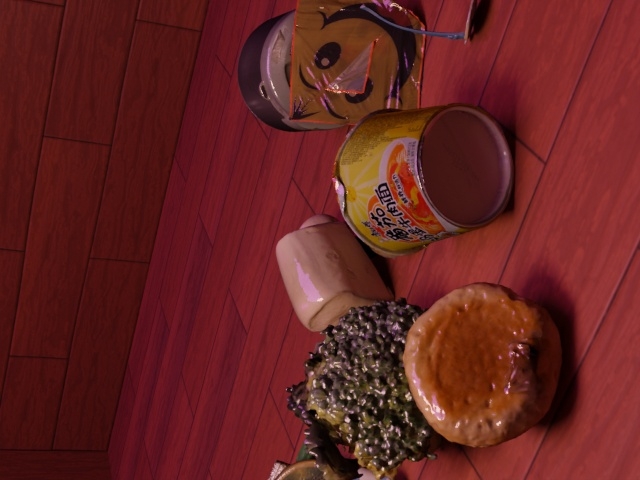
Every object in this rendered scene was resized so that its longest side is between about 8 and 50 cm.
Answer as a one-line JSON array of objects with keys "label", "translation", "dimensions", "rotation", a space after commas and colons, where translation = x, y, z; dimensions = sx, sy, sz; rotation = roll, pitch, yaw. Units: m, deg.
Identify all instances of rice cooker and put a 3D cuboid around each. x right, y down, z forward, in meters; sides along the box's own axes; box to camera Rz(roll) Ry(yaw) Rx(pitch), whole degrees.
[{"label": "rice cooker", "translation": [-0.023, -0.376, 2.096], "dimensions": [0.277, 0.288, 0.288], "rotation": [-172, 88, -66]}]

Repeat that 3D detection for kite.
[{"label": "kite", "translation": [0.055, -0.355, 1.921], "dimensions": [0.327, 0.377, 0.013], "rotation": [-44, -11, 7]}]

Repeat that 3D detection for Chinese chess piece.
[{"label": "Chinese chess piece", "translation": [0.000, 0.000, 2.134], "dimensions": [0.051, 0.122, 0.122], "rotation": [36, 119, 43]}]

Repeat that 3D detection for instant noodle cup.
[{"label": "instant noodle cup", "translation": [0.184, -0.109, 1.590], "dimensions": [0.200, 0.264, 0.264], "rotation": [-8, 76, 57]}]

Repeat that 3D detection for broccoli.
[{"label": "broccoli", "translation": [0.104, 0.257, 1.607], "dimensions": [0.334, 0.324, 0.272], "rotation": [1, 105, 42]}]

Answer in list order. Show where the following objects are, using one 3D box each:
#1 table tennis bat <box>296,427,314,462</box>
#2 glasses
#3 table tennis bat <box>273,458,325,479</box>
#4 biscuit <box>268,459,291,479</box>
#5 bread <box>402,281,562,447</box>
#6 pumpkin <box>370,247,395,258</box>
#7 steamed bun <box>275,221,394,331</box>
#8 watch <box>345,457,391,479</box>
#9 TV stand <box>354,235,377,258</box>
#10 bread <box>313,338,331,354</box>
[{"label": "table tennis bat", "translation": [0.001, 0.402, 2.144], "dimensions": [0.257, 0.039, 0.160], "rotation": [-70, 27, 19]}, {"label": "glasses", "translation": [0.185, -0.456, 1.679], "dimensions": [0.088, 0.220, 0.190], "rotation": [160, 115, -74]}, {"label": "table tennis bat", "translation": [0.003, 0.606, 1.947], "dimensions": [0.050, 0.198, 0.321], "rotation": [37, -144, -79]}, {"label": "biscuit", "translation": [-0.082, 0.557, 2.126], "dimensions": [0.121, 0.040, 0.199], "rotation": [-67, -19, -10]}, {"label": "bread", "translation": [0.244, 0.186, 1.413], "dimensions": [0.134, 0.244, 0.244], "rotation": [58, -156, -62]}, {"label": "pumpkin", "translation": [0.124, -0.082, 1.832], "dimensions": [0.217, 0.110, 0.217], "rotation": [-18, 63, 40]}, {"label": "steamed bun", "translation": [0.010, 0.075, 1.940], "dimensions": [0.170, 0.200, 0.225], "rotation": [-49, 53, 37]}, {"label": "watch", "translation": [0.061, 0.525, 1.821], "dimensions": [0.193, 0.211, 0.211], "rotation": [108, 162, -73]}, {"label": "TV stand", "translation": [0.085, 0.018, 2.020], "dimensions": [0.256, 0.049, 0.040], "rotation": [148, 122, -62]}, {"label": "bread", "translation": [0.043, 0.294, 2.015], "dimensions": [0.286, 0.056, 0.207], "rotation": [-39, 45, 55]}]
